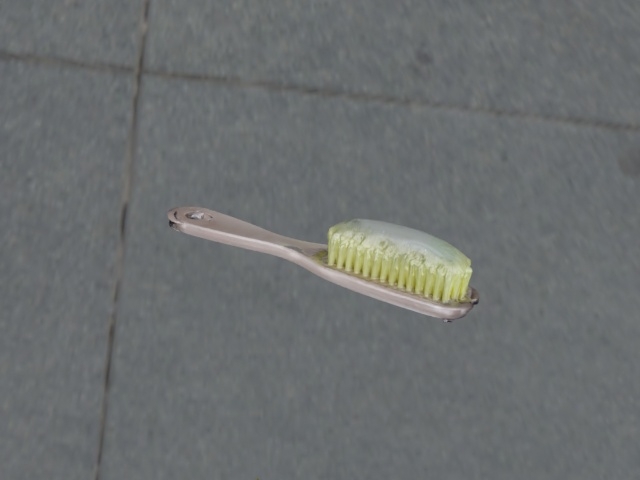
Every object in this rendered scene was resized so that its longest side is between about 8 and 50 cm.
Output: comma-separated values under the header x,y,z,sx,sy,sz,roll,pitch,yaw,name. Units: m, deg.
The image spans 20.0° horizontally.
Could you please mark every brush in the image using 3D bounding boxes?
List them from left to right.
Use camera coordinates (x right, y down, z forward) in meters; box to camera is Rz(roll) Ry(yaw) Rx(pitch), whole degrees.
x,y,z,sx,sy,sz,roll,pitch,yaw,name
0.001,-0.002,1.656,0.313,0.072,0.067,16,108,23,brush

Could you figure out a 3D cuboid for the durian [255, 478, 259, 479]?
x,y,z,sx,sy,sz,roll,pitch,yaw,name
-0.019,0.167,0.503,0.146,0.159,0.198,17,85,3,durian
